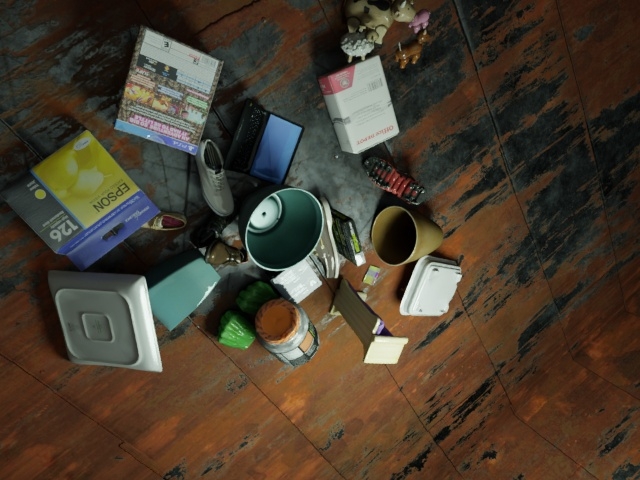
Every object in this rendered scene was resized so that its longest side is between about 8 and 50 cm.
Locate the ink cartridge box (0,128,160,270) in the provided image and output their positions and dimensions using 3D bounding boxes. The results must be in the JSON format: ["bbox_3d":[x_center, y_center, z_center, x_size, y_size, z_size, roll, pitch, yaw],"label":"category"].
[{"bbox_3d":[-0.705,-0.113,1.236,0.304,0.072,0.307,-40,103,-9],"label":"ink cartridge box"}]

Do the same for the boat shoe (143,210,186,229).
[{"bbox_3d":[-0.528,-0.065,1.369,0.170,0.059,0.063,-2,108,-23],"label":"boat shoe"}]

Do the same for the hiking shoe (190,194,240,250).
[{"bbox_3d":[-0.348,-0.055,1.421,0.086,0.114,0.227,40,88,-29],"label":"hiking shoe"}]

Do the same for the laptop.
[{"bbox_3d":[-0.183,-0.316,1.395,0.137,0.264,0.234,22,98,9],"label":"laptop"}]

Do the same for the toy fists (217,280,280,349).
[{"bbox_3d":[-0.283,0.278,1.573,0.279,0.096,0.142,-53,132,-1],"label":"toy fists"}]

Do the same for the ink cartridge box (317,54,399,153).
[{"bbox_3d":[0.138,-0.484,1.492,0.207,0.117,0.283,-28,115,-14],"label":"ink cartridge box"}]

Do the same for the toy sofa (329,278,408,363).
[{"bbox_3d":[0.186,0.307,1.637,0.150,0.362,0.177,11,107,-26],"label":"toy sofa"}]

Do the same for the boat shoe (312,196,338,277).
[{"bbox_3d":[0.000,0.000,1.597,0.097,0.116,0.324,-15,108,-14],"label":"boat shoe"}]

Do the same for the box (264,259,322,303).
[{"bbox_3d":[-0.103,0.147,1.608,0.156,0.093,0.158,-37,117,-8],"label":"box"}]

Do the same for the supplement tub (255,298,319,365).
[{"bbox_3d":[-0.122,0.340,1.536,0.194,0.193,0.316,-36,151,-9],"label":"supplement tub"}]

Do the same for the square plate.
[{"bbox_3d":[-0.689,0.266,1.312,0.344,0.049,0.347,2,109,11],"label":"square plate"}]

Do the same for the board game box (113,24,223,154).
[{"bbox_3d":[-0.452,-0.435,1.234,0.232,0.141,0.290,16,100,-27],"label":"board game box"}]

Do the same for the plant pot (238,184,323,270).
[{"bbox_3d":[-0.163,-0.069,1.437,0.293,0.196,0.293,-17,122,-29],"label":"plant pot"}]

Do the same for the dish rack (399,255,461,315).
[{"bbox_3d":[0.515,0.221,1.872,0.333,0.072,0.285,10,102,-44],"label":"dish rack"}]

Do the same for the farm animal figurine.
[{"bbox_3d":[0.224,-0.754,1.365,0.327,0.172,0.330,0,69,-3],"label":"farm animal figurine"}]

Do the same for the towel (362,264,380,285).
[{"bbox_3d":[0.220,0.151,1.800,0.060,0.009,0.083,20,97,-27],"label":"towel"}]

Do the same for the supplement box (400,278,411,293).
[{"bbox_3d":[0.416,0.215,1.882,0.083,0.055,0.043,-45,119,-6],"label":"supplement box"}]

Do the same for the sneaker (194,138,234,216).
[{"bbox_3d":[-0.345,-0.202,1.346,0.094,0.091,0.258,-24,99,-27],"label":"sneaker"}]

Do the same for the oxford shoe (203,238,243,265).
[{"bbox_3d":[-0.318,0.046,1.399,0.096,0.227,0.082,16,93,10],"label":"oxford shoe"}]

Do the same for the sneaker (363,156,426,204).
[{"bbox_3d":[0.289,-0.242,1.654,0.276,0.135,0.097,30,106,-6],"label":"sneaker"}]

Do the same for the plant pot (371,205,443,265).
[{"bbox_3d":[0.383,-0.016,1.713,0.254,0.237,0.237,1,107,-38],"label":"plant pot"}]

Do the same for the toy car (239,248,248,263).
[{"bbox_3d":[-0.247,0.049,1.536,0.122,0.060,0.040,-24,147,-8],"label":"toy car"}]

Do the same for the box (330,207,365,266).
[{"bbox_3d":[0.094,-0.014,1.591,0.045,0.184,0.190,-24,114,-13],"label":"box"}]

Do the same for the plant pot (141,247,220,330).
[{"bbox_3d":[-0.473,0.145,1.408,0.234,0.166,0.165,-38,118,-12],"label":"plant pot"}]
